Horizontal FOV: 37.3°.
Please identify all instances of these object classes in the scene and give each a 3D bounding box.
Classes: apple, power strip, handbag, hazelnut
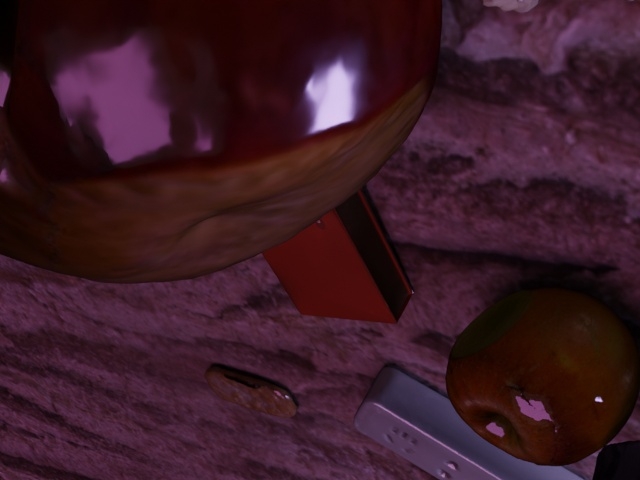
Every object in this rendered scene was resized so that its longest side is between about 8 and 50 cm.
[{"bbox_3d":[0.203,0.119,0.852,0.146,0.147,0.163,45,156,-8],"label":"apple"},{"bbox_3d":[0.218,0.274,1.077,0.385,0.062,0.091,30,147,7],"label":"power strip"},{"bbox_3d":[0.000,0.000,0.944,0.127,0.063,0.190,2,137,37],"label":"handbag"},{"bbox_3d":[-0.115,-0.143,0.637,0.359,0.359,0.409,36,146,-2],"label":"hazelnut"}]

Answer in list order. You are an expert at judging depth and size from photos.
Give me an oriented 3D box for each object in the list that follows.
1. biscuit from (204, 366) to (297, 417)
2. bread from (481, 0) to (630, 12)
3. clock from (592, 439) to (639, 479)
[{"bbox_3d":[-0.096,0.205,1.284,0.147,0.018,0.071,11,140,28],"label":"biscuit"},{"bbox_3d":[0.152,-0.180,0.488,0.184,0.211,0.224,11,133,18],"label":"bread"},{"bbox_3d":[0.367,0.256,0.753,0.319,0.066,0.319,23,159,10],"label":"clock"}]
